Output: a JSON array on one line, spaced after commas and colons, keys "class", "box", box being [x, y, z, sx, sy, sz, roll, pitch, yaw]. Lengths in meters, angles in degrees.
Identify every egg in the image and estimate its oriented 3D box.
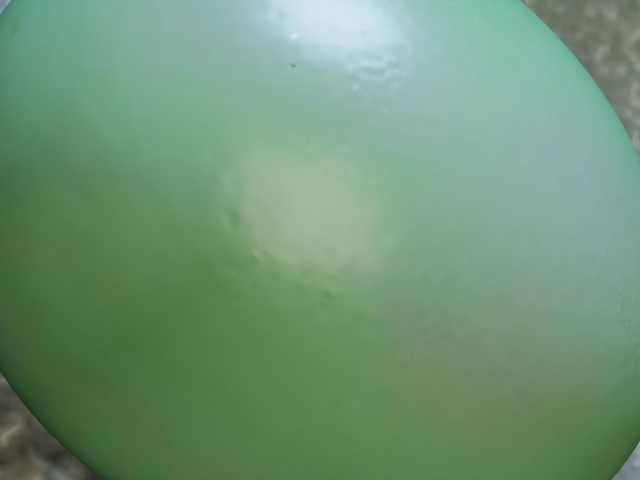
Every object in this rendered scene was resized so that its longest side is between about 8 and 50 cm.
[{"class": "egg", "box": [0.000, 0.000, 0.586, 0.270, 0.220, 0.220, 28, 82, -11]}]
